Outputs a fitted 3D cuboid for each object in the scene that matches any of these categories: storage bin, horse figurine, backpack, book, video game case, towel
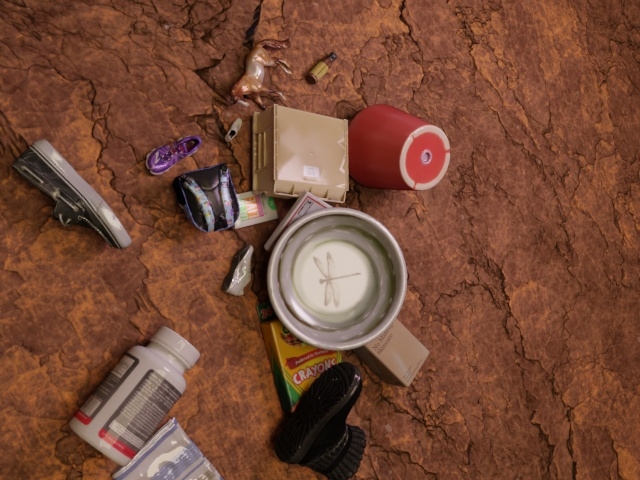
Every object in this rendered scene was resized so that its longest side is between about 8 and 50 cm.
[{"bbox_3d":[-0.056,-0.243,1.870,0.262,0.123,0.260,5,81,-35],"label":"storage bin"},{"bbox_3d":[-0.170,-0.490,1.878,0.174,0.066,0.263,21,76,-32],"label":"horse figurine"},{"bbox_3d":[-0.306,-0.108,1.732,0.158,0.117,0.173,-21,95,-30],"label":"backpack"},{"bbox_3d":[-0.200,-0.094,1.844,0.144,0.035,0.096,-17,95,-34],"label":"book"},{"bbox_3d":[0.000,0.000,1.872,0.285,0.025,0.204,31,100,-35],"label":"video game case"},{"bbox_3d":[-0.381,0.635,1.668,0.209,0.034,0.285,-41,106,-26],"label":"towel"}]

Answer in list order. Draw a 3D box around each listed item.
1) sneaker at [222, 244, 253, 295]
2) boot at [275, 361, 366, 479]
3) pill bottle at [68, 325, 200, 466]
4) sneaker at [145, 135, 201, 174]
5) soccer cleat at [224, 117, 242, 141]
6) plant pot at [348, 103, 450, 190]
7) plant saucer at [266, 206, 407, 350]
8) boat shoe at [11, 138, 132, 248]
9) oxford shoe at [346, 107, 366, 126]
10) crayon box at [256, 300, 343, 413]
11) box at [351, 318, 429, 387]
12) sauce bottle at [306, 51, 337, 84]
[{"bbox_3d":[-0.223,0.085,1.805,0.061,0.053,0.152,30,77,-34],"label":"sneaker"},{"bbox_3d":[0.058,0.518,1.812,0.260,0.131,0.348,31,102,-35],"label":"boot"},{"bbox_3d":[-0.445,0.373,1.572,0.176,0.176,0.318,45,66,-19],"label":"pill bottle"},{"bbox_3d":[-0.395,-0.240,1.719,0.170,0.071,0.068,-40,105,-26],"label":"sneaker"},{"bbox_3d":[-0.247,-0.318,1.832,0.029,0.035,0.083,39,68,-21],"label":"soccer cleat"},{"bbox_3d":[0.245,-0.270,1.954,0.275,0.243,0.275,-11,110,-31],"label":"plant pot"},{"bbox_3d":[0.043,0.108,1.815,0.400,0.100,0.400,1,87,-10],"label":"plant saucer"},{"bbox_3d":[-0.611,-0.090,1.568,0.119,0.121,0.335,-45,96,-18],"label":"boat shoe"},{"bbox_3d":[0.127,-0.383,2.050,0.212,0.076,0.076,-18,66,-30],"label":"oxford shoe"},{"bbox_3d":[-0.052,0.315,1.862,0.202,0.081,0.318,-17,93,-30],"label":"crayon box"},{"bbox_3d":[0.174,0.300,1.970,0.311,0.121,0.148,44,67,-20],"label":"box"},{"bbox_3d":[0.007,-0.542,1.998,0.042,0.042,0.128,49,64,-17],"label":"sauce bottle"}]
